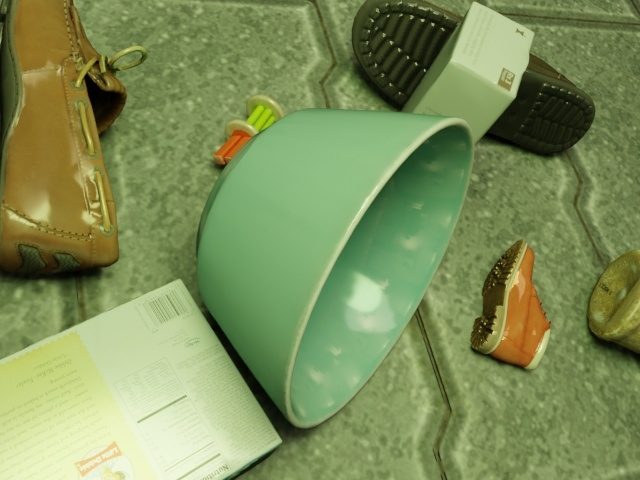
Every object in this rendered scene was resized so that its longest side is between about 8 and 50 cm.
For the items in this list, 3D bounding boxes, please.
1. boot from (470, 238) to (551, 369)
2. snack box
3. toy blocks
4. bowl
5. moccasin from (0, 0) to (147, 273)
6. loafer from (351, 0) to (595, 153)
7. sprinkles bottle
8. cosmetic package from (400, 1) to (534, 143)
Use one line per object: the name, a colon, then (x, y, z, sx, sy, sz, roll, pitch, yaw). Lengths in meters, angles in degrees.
boot: (0.238, 0.076, 0.813, 0.084, 0.059, 0.158, 26, 63, -7)
snack box: (-0.215, 0.180, 0.574, 0.322, 0.060, 0.187, -25, 70, -30)
toy blocks: (-0.068, -0.088, 0.795, 0.123, 0.054, 0.148, 31, 55, -1)
bowl: (0.000, 0.000, 0.647, 0.163, 0.311, 0.311, 29, 52, 21)
moccasin: (-0.261, -0.147, 0.710, 0.147, 0.139, 0.380, 2, 57, -26)
loafer: (0.205, -0.235, 0.958, 0.366, 0.134, 0.130, 23, 31, -18)
sprinkles bottle: (0.514, 0.134, 0.836, 0.355, 0.121, 0.121, 25, 55, -5)
cosmetic package: (0.145, -0.149, 0.802, 0.085, 0.231, 0.117, 27, 54, -3)
